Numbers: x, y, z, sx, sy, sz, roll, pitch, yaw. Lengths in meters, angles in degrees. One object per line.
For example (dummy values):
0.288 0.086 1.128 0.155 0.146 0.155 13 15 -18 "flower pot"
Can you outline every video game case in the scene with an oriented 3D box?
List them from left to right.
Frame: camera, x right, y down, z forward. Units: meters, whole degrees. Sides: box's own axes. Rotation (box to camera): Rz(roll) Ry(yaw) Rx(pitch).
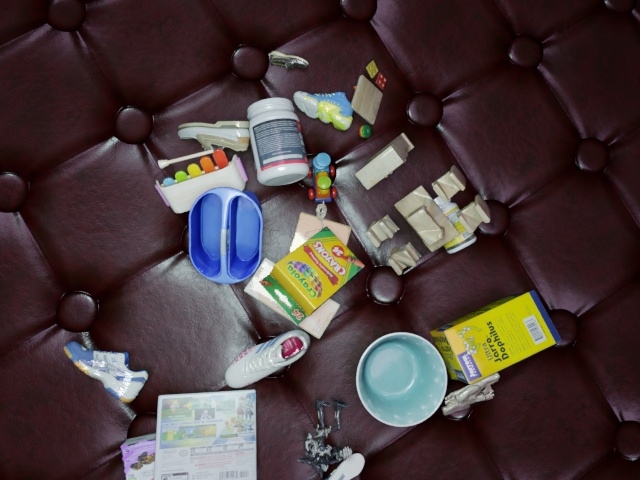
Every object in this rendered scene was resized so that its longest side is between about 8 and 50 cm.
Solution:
-0.384 0.672 1.467 0.329 0.036 0.299 1 72 -12 "video game case"

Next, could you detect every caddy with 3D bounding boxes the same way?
-0.315 -0.022 1.468 0.241 0.179 0.341 4 111 -3 "caddy"

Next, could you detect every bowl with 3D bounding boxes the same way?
0.268 0.473 1.527 0.312 0.163 0.311 0 84 -4 "bowl"

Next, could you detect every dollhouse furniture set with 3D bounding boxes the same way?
0.329 -0.155 1.535 0.362 0.256 0.394 -37 97 28 "dollhouse furniture set"

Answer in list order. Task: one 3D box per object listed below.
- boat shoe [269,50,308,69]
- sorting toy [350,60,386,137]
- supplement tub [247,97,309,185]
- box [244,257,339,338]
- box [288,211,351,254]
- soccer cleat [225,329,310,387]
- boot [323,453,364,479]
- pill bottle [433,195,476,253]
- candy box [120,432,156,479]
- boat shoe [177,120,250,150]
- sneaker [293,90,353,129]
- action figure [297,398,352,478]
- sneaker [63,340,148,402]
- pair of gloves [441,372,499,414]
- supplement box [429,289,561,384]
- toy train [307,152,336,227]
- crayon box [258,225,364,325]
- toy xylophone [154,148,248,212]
-0.122 -0.680 1.656 0.152 0.056 0.049 16 89 6 "boat shoe"
0.167 -0.537 1.640 0.132 0.046 0.274 25 79 -42 "sorting toy"
-0.155 -0.347 1.551 0.191 0.191 0.272 -11 86 -6 "supplement tub"
-0.102 0.203 1.541 0.311 0.121 0.148 31 83 -1 "box"
0.000 0.000 1.619 0.201 0.021 0.164 16 84 -4 "box"
-0.188 0.409 1.505 0.331 0.143 0.116 -29 88 -6 "soccer cleat"
0.069 0.828 1.532 0.190 0.086 0.069 -27 79 -34 "boot"
0.479 -0.067 1.614 0.119 0.119 0.208 -29 87 -7 "pill bottle"
-0.573 0.770 1.478 0.165 0.070 0.196 -11 85 -6 "candy box"
-0.387 -0.366 1.538 0.302 0.113 0.103 6 105 29 "boat shoe"
0.021 -0.519 1.643 0.240 0.091 0.126 29 71 -9 "sneaker"
0.016 0.701 1.500 0.164 0.141 0.275 11 82 -15 "action figure"
-0.733 0.425 1.493 0.296 0.112 0.131 38 66 -2 "sneaker"
0.526 0.548 1.514 0.204 0.240 0.042 -21 53 -6 "pair of gloves"
0.610 0.340 1.541 0.357 0.194 0.195 -23 79 -7 "supplement box"
0.011 -0.182 1.563 0.105 0.143 0.248 -4 78 -5 "toy train"
-0.025 0.113 1.473 0.202 0.081 0.318 46 55 8 "crayon box"
-0.421 -0.216 1.511 0.323 0.236 0.081 -12 42 -5 "toy xylophone"
